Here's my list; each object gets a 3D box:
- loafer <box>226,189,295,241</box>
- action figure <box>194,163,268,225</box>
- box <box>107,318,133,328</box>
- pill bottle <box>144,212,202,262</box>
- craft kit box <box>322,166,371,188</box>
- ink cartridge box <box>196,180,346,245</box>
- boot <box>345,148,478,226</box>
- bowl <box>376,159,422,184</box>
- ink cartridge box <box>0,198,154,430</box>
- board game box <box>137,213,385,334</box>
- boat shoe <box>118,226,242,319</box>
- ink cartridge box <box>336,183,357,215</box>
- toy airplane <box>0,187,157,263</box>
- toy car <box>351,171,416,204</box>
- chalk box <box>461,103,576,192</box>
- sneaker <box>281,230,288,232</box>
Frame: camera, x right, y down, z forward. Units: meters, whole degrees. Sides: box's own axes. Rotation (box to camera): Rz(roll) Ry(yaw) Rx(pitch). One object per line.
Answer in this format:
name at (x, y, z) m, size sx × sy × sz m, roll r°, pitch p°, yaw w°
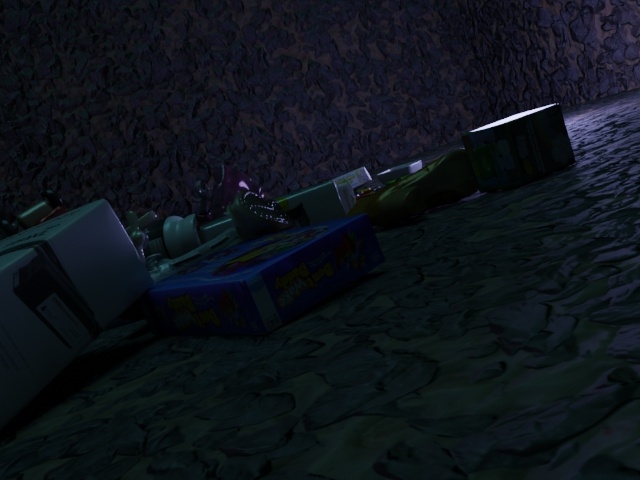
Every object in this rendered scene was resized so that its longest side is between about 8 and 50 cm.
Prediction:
loafer at (-0.117, -0.028, 1.325) m, size 0.092 × 0.102 × 0.268 m, roll -48°, pitch -11°, yaw 6°
action figure at (-0.260, -0.042, 1.874) m, size 0.275 × 0.248 × 0.370 m, roll -53°, pitch 16°, yaw 31°
box at (-0.358, 0.119, 1.472) m, size 0.159 × 0.044 × 0.233 m, roll -17°, pitch 7°, yaw 19°
pill bottle at (-0.456, 0.020, 2.031) m, size 0.278 × 0.162 × 0.162 m, roll -17°, pitch 7°, yaw 17°
craft kit box at (-0.003, -0.122, 2.125) m, size 0.250 × 0.061 × 0.247 m, roll -27°, pitch -6°, yaw -47°
ink cartridge box at (-0.113, -0.024, 1.578) m, size 0.306 × 0.131 × 0.226 m, roll -22°, pitch 7°, yaw -13°
boot at (0.204, -0.112, 1.502) m, size 0.295 × 0.104 × 0.211 m, roll -29°, pitch 11°, yaw -32°
bowl at (0.285, -0.235, 2.458) m, size 0.142 × 0.053 × 0.142 m, roll -16°, pitch 8°, yaw 33°
ink cartridge box at (-0.470, 0.119, 0.982) m, size 0.285 × 0.166 × 0.395 m, roll -17°, pitch 18°, yaw 25°
board game box at (-0.104, 0.058, 1.065) m, size 0.233 × 0.078 × 0.347 m, roll -28°, pitch 11°, yaw -36°
boat shoe at (-0.256, 0.058, 1.297) m, size 0.320 × 0.103 × 0.118 m, roll -22°, pitch -17°, yaw -41°
ink cartridge box at (0.025, -0.088, 1.850) m, size 0.143 × 0.092 × 0.090 m, roll -19°, pitch 6°, yaw -13°
toy airplane at (-0.572, 0.090, 1.616) m, size 0.386 × 0.272 × 0.384 m, roll -55°, pitch -14°, yaw 14°
toy car at (0.183, -0.138, 1.979) m, size 0.225 × 0.053 × 0.239 m, roll -20°, pitch 8°, yaw -10°
chalk box at (0.386, -0.180, 1.418) m, size 0.213 × 0.132 × 0.132 m, roll -22°, pitch 8°, yaw -28°
sneaker at (0.000, 0.000, 1.265) m, size 0.128 × 0.087 × 0.221 m, roll -22°, pitch 8°, yaw -9°
